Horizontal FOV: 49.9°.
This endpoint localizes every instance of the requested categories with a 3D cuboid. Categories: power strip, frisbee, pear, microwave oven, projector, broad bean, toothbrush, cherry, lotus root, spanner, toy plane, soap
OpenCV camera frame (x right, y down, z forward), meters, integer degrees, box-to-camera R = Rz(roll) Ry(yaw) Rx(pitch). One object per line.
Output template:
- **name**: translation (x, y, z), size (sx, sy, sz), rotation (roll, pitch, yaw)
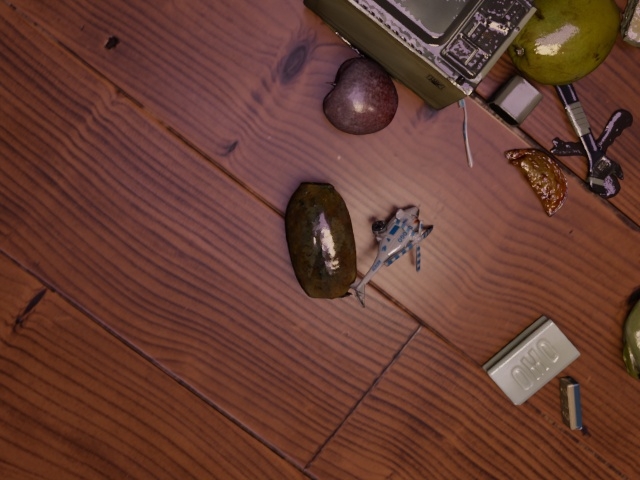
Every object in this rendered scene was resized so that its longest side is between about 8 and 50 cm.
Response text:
- **power strip**: translation (0.610, 0.399, 1.680), size (0.032, 0.056, 0.123), rotation (-8, 98, -1)
- **frisbee**: translation (0.634, -0.206, 1.621), size (0.188, 0.012, 0.210), rotation (3, 98, -1)
- **pear**: translation (0.523, -0.444, 1.488), size (0.269, 0.212, 0.212), rotation (-26, 98, -25)
- **microwave oven**: translation (0.192, -0.493, 1.420), size (0.394, 0.333, 0.247), rotation (37, 91, -5)
- **projector**: translation (0.442, -0.317, 1.566), size (0.083, 0.083, 0.082), rotation (40, 95, -6)
- **broad bean**: translation (0.798, 0.226, 1.647), size (0.169, 0.100, 0.227), rotation (33, 84, -13)
- **toothbrush**: translation (0.343, -0.251, 1.609), size (0.017, 0.014, 0.162), rotation (-14, 98, -14)
- **cherry**: translation (0.091, -0.313, 1.533), size (0.176, 0.140, 0.176), rotation (-1, 92, -15)
- **lotus root**: translation (0.000, 0.000, 1.568), size (0.160, 0.152, 0.274), rotation (-8, 96, 12)
- **spanner**: translation (0.614, -0.258, 1.599), size (0.087, 0.024, 0.315), rotation (-25, 95, 2)
- **toy plane**: translation (0.152, 0.032, 1.570), size (0.107, 0.182, 0.273), rotation (25, 81, 39)
- **soap**: translation (0.506, 0.290, 1.660), size (0.198, 0.066, 0.119), rotation (-41, 95, 5)

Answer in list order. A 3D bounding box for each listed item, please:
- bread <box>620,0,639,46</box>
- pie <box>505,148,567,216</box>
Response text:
- **bread**: translation (0.762, -0.541, 1.552), size (0.232, 0.064, 0.172), rotation (-32, 97, 2)
- **pie**: translation (0.522, -0.154, 1.617), size (0.088, 0.033, 0.191), rotation (-38, 97, 0)
